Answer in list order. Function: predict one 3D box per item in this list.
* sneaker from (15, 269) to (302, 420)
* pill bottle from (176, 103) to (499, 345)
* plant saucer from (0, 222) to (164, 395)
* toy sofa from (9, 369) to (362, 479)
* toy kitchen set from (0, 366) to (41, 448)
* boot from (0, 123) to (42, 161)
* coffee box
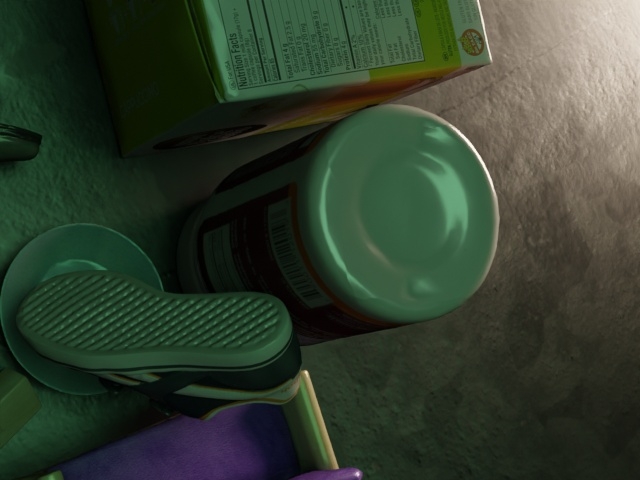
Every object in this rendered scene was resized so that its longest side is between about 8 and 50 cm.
[{"bbox_3d":[-0.171,0.120,1.555,0.127,0.321,0.126,71,34,-44],"label":"sneaker"},{"bbox_3d":[0.000,0.000,1.600,0.224,0.392,0.224,5,79,-27],"label":"pill bottle"},{"bbox_3d":[-0.272,0.079,1.653,0.195,0.037,0.195,5,79,-27],"label":"plant saucer"},{"bbox_3d":[-0.138,0.263,1.577,0.363,0.177,0.150,-18,90,-40],"label":"toy sofa"},{"bbox_3d":[-0.426,0.124,1.554,0.122,0.166,0.207,-46,139,-29],"label":"toy kitchen set"},{"bbox_3d":[-0.425,-0.048,1.583,0.247,0.083,0.161,-3,90,-22],"label":"boot"},{"bbox_3d":[-0.064,-0.304,1.648,0.334,0.338,0.338,-12,89,-27],"label":"coffee box"}]
